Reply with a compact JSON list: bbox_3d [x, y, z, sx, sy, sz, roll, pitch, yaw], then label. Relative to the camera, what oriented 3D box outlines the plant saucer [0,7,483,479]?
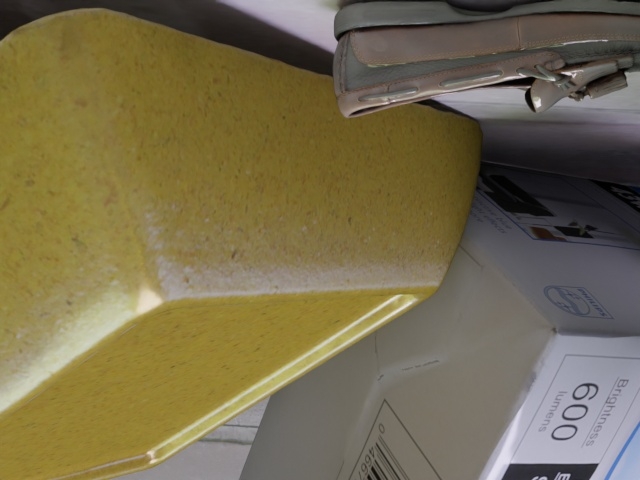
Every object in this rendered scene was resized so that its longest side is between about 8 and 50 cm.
[{"bbox_3d":[-0.095,0.048,0.482,0.333,0.081,0.333,-36,162,26],"label":"plant saucer"}]

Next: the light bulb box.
[{"bbox_3d":[0.167,0.151,0.715,0.361,0.358,0.225,6,-152,-30],"label":"light bulb box"}]

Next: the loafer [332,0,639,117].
[{"bbox_3d":[0.066,-0.060,0.343,0.125,0.039,0.045,3,176,11],"label":"loafer"}]
